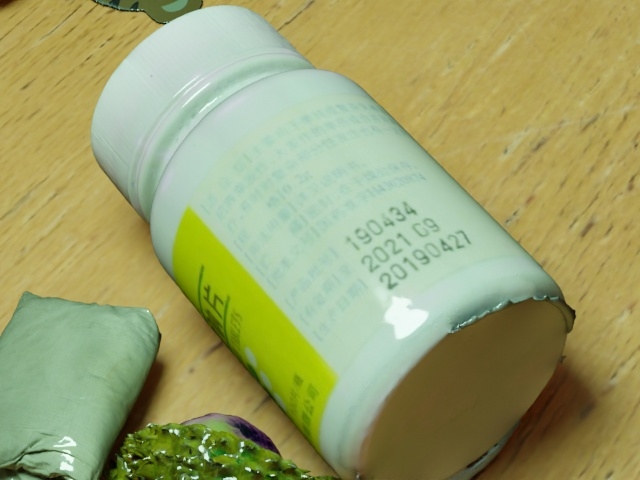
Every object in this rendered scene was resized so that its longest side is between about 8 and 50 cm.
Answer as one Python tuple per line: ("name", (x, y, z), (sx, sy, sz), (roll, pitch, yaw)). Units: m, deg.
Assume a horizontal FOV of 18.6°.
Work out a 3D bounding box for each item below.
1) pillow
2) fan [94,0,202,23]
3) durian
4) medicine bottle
("pillow", (-0.205, 0.122, 1.510), (0.134, 0.078, 0.181), (-2, 48, 26))
("fan", (-0.197, -0.277, 1.833), (0.226, 0.008, 0.152), (14, 60, 17))
("durian", (-0.092, 0.185, 1.434), (0.186, 0.108, 0.119), (11, 58, 16))
("medicine bottle", (0.000, 0.000, 1.486), (0.213, 0.213, 0.379), (-33, 57, -14))
